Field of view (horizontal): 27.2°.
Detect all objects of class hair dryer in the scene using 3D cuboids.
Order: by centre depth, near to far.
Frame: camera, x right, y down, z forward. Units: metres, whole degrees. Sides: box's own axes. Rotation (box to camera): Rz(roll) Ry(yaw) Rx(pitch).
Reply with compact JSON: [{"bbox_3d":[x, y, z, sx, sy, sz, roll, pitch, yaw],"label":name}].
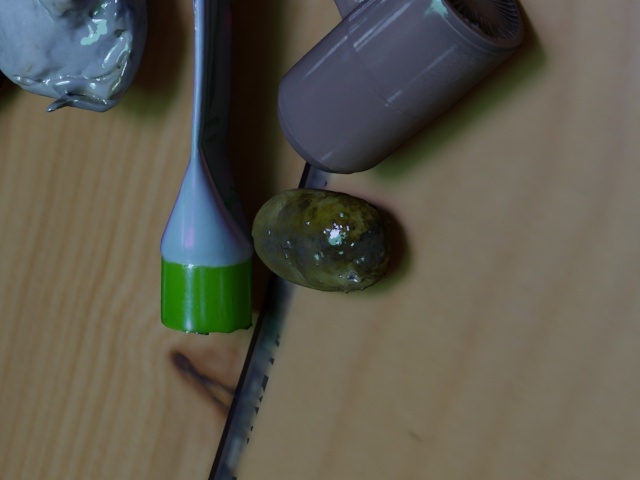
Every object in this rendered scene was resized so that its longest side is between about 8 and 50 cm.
[{"bbox_3d":[0.013,-0.132,0.626,0.117,0.064,0.181,-38,64,38],"label":"hair dryer"}]

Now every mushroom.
[{"bbox_3d":[-0.158,-0.202,0.732,0.099,0.096,0.278,-21,78,38],"label":"mushroom"}]

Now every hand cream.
[{"bbox_3d":[-0.056,-0.092,0.674,0.079,0.050,0.275,-155,65,-66],"label":"hand cream"}]

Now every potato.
[{"bbox_3d":[0.000,0.000,0.657,0.083,0.040,0.051,6,98,39],"label":"potato"}]

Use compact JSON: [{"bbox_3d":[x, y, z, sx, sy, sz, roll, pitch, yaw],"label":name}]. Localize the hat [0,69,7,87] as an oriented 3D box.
[{"bbox_3d":[-0.364,-0.190,0.800,0.336,0.209,0.238,39,96,27],"label":"hat"}]
